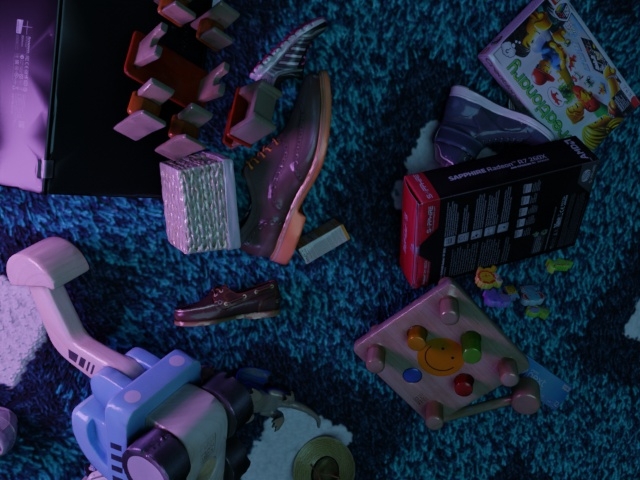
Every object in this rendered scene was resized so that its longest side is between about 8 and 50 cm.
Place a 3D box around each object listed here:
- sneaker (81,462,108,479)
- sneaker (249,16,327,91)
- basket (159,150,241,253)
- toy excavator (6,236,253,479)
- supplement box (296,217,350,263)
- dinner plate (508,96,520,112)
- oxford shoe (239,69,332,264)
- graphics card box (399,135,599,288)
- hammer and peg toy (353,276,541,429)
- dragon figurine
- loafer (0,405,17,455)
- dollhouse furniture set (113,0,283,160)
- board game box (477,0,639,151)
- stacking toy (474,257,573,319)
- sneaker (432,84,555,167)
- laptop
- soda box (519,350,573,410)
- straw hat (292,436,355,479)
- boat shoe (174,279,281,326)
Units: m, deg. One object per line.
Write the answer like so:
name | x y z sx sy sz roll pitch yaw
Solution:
sneaker | -0.396 0.451 1.361 0.237 0.085 0.086 -25 100 -11
sneaker | -0.046 -0.331 1.285 0.170 0.063 0.075 -42 109 3
basket | -0.215 -0.065 1.258 0.103 0.113 0.167 -14 110 -28
toy excavator | -0.356 0.254 1.237 0.445 0.222 0.433 23 126 22
supplement box | 0.000 0.000 1.371 0.098 0.062 0.036 -30 109 -7
dinner plate | 0.445 -0.283 1.447 0.141 0.017 0.141 -3 103 -15
oxford shoe | -0.071 -0.140 1.290 0.132 0.130 0.364 15 98 -11
graphics card box | 0.339 -0.054 1.384 0.370 0.094 0.233 -14 134 -10
hammer and peg toy | 0.270 0.268 1.422 0.266 0.127 0.361 -37 108 23
dragon figurine | -0.128 0.302 1.394 0.289 0.144 0.085 14 97 -37
loafer | -0.700 0.324 1.235 0.319 0.111 0.112 8 100 -16
dollhouse furniture set | -0.204 -0.250 1.176 0.259 0.135 0.262 27 62 -37
board game box | 0.477 -0.319 1.410 0.193 0.053 0.305 -45 108 -1
stacking toy | 0.403 0.118 1.468 0.221 0.052 0.167 -6 136 -14
sneaker | 0.329 -0.184 1.387 0.226 0.086 0.163 23 87 -2
laptop | -0.438 -0.282 1.217 0.407 0.236 0.382 11 100 12
soda box | 0.444 0.285 1.547 0.210 0.071 0.067 35 92 -19
straw hat | 0.013 0.488 1.484 0.144 0.144 0.061 -42 150 -2
boat shoe | -0.177 0.116 1.349 0.207 0.073 0.073 -8 103 -20
